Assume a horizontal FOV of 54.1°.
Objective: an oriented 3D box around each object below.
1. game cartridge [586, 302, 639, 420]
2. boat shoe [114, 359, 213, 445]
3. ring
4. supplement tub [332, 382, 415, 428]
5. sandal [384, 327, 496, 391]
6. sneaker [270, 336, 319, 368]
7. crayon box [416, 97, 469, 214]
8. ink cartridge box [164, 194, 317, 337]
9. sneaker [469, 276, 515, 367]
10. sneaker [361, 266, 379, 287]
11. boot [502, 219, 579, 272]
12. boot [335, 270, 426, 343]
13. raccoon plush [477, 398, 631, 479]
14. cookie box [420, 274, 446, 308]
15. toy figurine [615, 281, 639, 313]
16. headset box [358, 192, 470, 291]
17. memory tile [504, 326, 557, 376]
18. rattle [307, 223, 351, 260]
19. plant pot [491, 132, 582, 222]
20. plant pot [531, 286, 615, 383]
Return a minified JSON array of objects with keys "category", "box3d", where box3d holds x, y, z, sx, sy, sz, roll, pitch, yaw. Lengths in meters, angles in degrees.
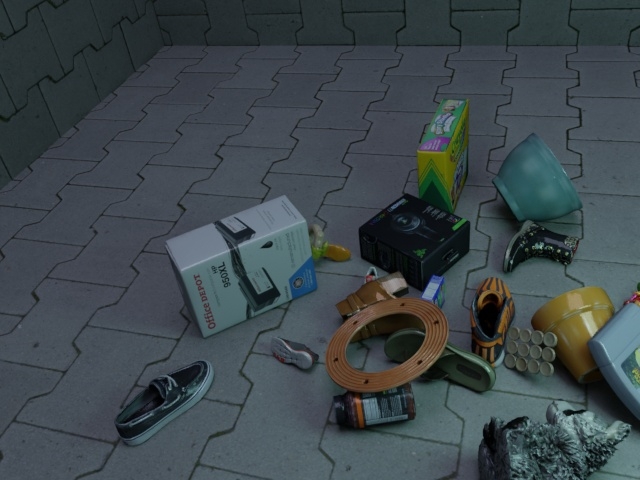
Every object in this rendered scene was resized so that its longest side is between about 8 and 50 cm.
[{"category":"game cartridge","box3d":[0.772,0.315,1.474,0.196,0.060,0.294,-34,81,-23]},{"category":"boat shoe","box3d":[-0.414,0.407,1.668,0.301,0.102,0.108,-36,46,-29]},{"category":"ring","box3d":[0.170,0.268,1.614,0.336,0.032,0.337,-20,28,11]},{"category":"supplement tub","box3d":[0.132,0.408,1.562,0.197,0.106,0.106,-9,39,1]},{"category":"sandal","box3d":[0.300,0.315,1.625,0.302,0.120,0.086,17,35,27]},{"category":"sneaker","box3d":[-0.072,0.315,1.770,0.157,0.061,0.064,24,22,33]},{"category":"crayon box","box3d":[0.432,-0.269,2.171,0.106,0.313,0.363,9,42,21]},{"category":"ink cartridge box","box3d":[-0.231,0.078,1.893,0.394,0.286,0.166,-23,41,-16]},{"category":"sneaker","box3d":[0.476,0.179,1.717,0.124,0.180,0.321,3,40,15]},{"category":"sneaker","box3d":[0.142,0.147,1.903,0.057,0.075,0.161,5,41,17]},{"category":"boot","box3d":[0.679,0.034,1.934,0.178,0.085,0.236,21,47,29]},{"category":"boot","box3d":[0.183,0.236,1.768,0.220,0.109,0.284,-26,62,-2]},{"category":"raccoon plush","box3d":[0.506,0.553,1.317,0.298,0.216,0.447,5,68,-4]},{"category":"cookie box","box3d":[0.329,0.170,1.828,0.040,0.092,0.107,11,43,28]},{"category":"toy figurine","box3d":[0.863,0.192,1.700,0.159,0.130,0.173,-27,19,-8]},{"category":"headset box","box3d":[0.308,0.004,2.005,0.246,0.131,0.283,-35,46,-28]},{"category":"memory tile","box3d":[0.539,0.284,1.611,0.012,0.113,0.148,10,-4,-34]},{"category":"rattle","box3d":[0.000,0.000,2.121,0.142,0.130,0.199,-9,11,-17]},{"category":"plant pot","box3d":[0.694,-0.179,2.070,0.196,0.293,0.293,-32,37,13]},{"category":"plant pot","box3d":[0.673,0.251,1.596,0.205,0.205,0.188,-13,54,-5]}]
